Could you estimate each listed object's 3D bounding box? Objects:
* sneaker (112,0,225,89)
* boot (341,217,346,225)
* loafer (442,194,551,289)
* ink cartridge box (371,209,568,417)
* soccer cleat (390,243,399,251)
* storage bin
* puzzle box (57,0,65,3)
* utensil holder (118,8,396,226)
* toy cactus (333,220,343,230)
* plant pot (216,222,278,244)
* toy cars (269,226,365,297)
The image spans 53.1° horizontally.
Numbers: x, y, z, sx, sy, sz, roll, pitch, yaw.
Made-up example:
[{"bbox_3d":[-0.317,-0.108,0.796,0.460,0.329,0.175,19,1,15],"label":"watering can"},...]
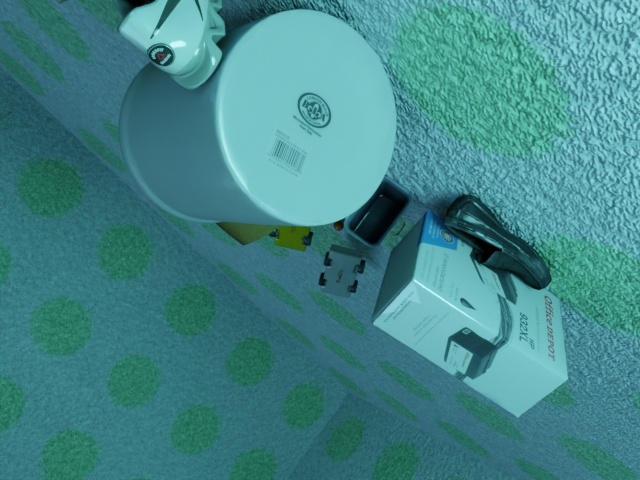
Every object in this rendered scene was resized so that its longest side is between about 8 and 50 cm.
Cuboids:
[{"bbox_3d":[-0.216,-0.364,0.873,0.146,0.122,0.330,26,-142,-40],"label":"sneaker"},{"bbox_3d":[0.064,-0.046,1.518,0.118,0.042,0.087,39,169,1],"label":"boot"},{"bbox_3d":[0.303,0.016,1.109,0.223,0.078,0.076,41,163,-7],"label":"loafer"},{"bbox_3d":[0.265,0.122,1.121,0.308,0.223,0.129,33,125,-6],"label":"ink cartridge box"},{"bbox_3d":[0.225,0.022,1.320,0.095,0.082,0.248,10,163,-16],"label":"soccer cleat"},{"bbox_3d":[0.118,-0.045,1.264,0.098,0.135,0.091,36,174,9],"label":"storage bin"},{"bbox_3d":[-0.468,-0.585,1.083,0.409,0.052,0.272,9,132,59],"label":"puzzle box"},{"bbox_3d":[-0.111,-0.184,1.050,0.327,0.327,0.386,48,158,-27],"label":"utensil holder"},{"bbox_3d":[0.032,-0.100,1.262,0.219,0.112,0.181,5,152,-45],"label":"toy cactus"},{"bbox_3d":[-0.179,-0.128,1.358,0.254,0.237,0.237,59,159,-11],"label":"plant pot"},{"bbox_3d":[0.000,0.000,1.567,0.177,0.087,0.393,-14,135,32],"label":"toy cars"}]
